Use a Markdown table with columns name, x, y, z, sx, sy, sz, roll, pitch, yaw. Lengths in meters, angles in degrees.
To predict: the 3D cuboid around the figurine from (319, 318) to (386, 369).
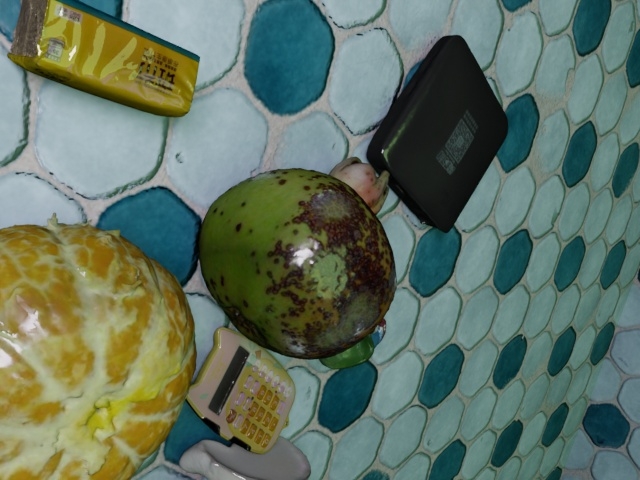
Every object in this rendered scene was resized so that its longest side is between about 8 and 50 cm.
| name | x | y | z | sx | sy | sz | roll | pitch | yaw |
| --- | --- | --- | --- | --- | --- | --- | --- | --- | --- |
| figurine | 0.060 | 0.100 | 1.004 | 0.185 | 0.127 | 0.234 | -13 | 103 | -51 |

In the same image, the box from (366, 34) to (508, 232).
| name | x | y | z | sx | sy | sz | roll | pitch | yaw |
| --- | --- | --- | --- | --- | --- | --- | --- | --- | --- |
| box | 0.233 | -0.191 | 1.055 | 0.290 | 0.073 | 0.289 | 39 | 81 | -43 |

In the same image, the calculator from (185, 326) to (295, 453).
| name | x | y | z | sx | sy | sz | roll | pitch | yaw |
| --- | --- | --- | --- | --- | --- | --- | --- | --- | --- |
| calculator | -0.124 | 0.254 | 0.922 | 0.236 | 0.033 | 0.157 | 49 | 53 | -34 |

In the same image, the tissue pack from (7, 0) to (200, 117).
| name | x | y | z | sx | sy | sz | roll | pitch | yaw |
| --- | --- | --- | --- | --- | --- | --- | --- | --- | --- |
| tissue pack | -0.234 | -0.198 | 0.608 | 0.169 | 0.120 | 0.082 | 12 | 98 | -45 |

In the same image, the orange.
| name | x | y | z | sx | sy | sz | roll | pitch | yaw |
| --- | --- | --- | --- | --- | --- | --- | --- | --- | --- |
| orange | -0.298 | 0.138 | 0.609 | 0.329 | 0.249 | 0.329 | -20 | 124 | -32 |

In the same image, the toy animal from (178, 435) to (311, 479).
| name | x | y | z | sx | sy | sz | roll | pitch | yaw |
| --- | --- | --- | --- | --- | --- | --- | --- | --- | --- |
| toy animal | -0.134 | 0.486 | 0.933 | 0.272 | 0.206 | 0.265 | 19 | 91 | -47 |

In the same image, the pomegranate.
| name | x | y | z | sx | sy | sz | roll | pitch | yaw |
| --- | --- | --- | --- | --- | --- | --- | --- | --- | --- |
| pomegranate | 0.000 | 0.000 | 0.807 | 0.340 | 0.285 | 0.285 | -48 | 133 | -30 |
